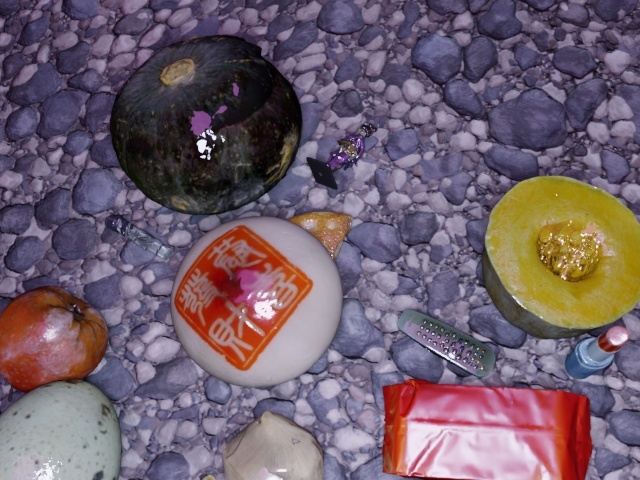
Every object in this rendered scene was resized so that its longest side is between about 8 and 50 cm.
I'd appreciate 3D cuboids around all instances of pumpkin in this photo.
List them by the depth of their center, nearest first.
[{"bbox_3d":[0.493,0.047,1.356,0.332,0.199,0.333,0,71,-1],"label":"pumpkin"},{"bbox_3d":[-0.262,-0.265,1.487,0.454,0.344,0.455,-9,52,11],"label":"pumpkin"}]

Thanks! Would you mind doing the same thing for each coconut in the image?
[{"bbox_3d":[-0.089,0.439,1.242,0.224,0.224,0.224,-3,68,6],"label":"coconut"}]

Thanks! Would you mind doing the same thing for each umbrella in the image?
[{"bbox_3d":[-0.449,-0.008,1.566,0.188,0.050,0.046,31,97,17],"label":"umbrella"}]

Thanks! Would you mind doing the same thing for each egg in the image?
[{"bbox_3d":[-0.548,0.463,1.262,0.287,0.288,0.380,8,64,10],"label":"egg"}]

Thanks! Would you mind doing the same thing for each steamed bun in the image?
[{"bbox_3d":[-0.140,0.117,1.331,0.374,0.241,0.375,-2,72,7],"label":"steamed bun"}]

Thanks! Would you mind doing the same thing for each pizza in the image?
[{"bbox_3d":[0.000,0.000,1.503,0.181,0.062,0.161,-18,60,-5],"label":"pizza"}]

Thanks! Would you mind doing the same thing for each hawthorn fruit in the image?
[{"bbox_3d":[-0.601,0.224,1.388,0.231,0.235,0.263,15,52,42],"label":"hawthorn fruit"}]

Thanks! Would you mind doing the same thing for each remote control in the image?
[{"bbox_3d":[0.271,0.220,1.384,0.221,0.042,0.072,28,74,16],"label":"remote control"}]

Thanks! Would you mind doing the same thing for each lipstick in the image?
[{"bbox_3d":[0.531,0.214,1.226,0.068,0.274,0.061,-9,67,3],"label":"lipstick"}]

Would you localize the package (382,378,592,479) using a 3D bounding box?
[{"bbox_3d":[0.328,0.385,1.268,0.423,0.123,0.196,2,70,10],"label":"package"}]

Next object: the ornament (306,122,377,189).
[{"bbox_3d":[0.059,-0.222,1.580,0.081,0.088,0.203,18,57,39],"label":"ornament"}]

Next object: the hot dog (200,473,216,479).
[{"bbox_3d":[-0.256,0.530,1.333,0.090,0.034,0.030,-36,56,-28],"label":"hot dog"}]
